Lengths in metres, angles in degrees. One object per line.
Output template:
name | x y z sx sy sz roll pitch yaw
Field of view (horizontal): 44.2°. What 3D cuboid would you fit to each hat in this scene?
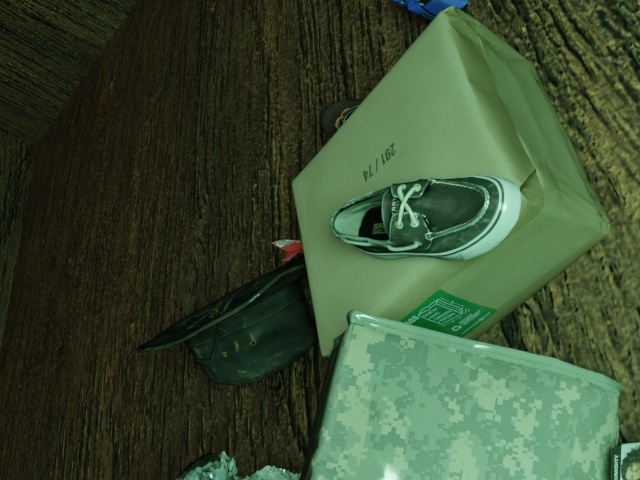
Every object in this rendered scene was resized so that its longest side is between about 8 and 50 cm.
hat | -0.100 0.136 1.187 0.331 0.331 0.134 -26 92 46

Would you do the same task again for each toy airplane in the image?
toy airplane | 0.000 0.000 1.179 0.151 0.151 0.028 10 122 57

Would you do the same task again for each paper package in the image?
paper package | 0.133 -0.045 0.938 0.325 0.168 0.309 -46 38 35

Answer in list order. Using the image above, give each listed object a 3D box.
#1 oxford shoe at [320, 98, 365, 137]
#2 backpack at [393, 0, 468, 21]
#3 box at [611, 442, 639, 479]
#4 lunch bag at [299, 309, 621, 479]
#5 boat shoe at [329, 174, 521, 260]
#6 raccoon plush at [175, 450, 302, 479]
oxford shoe | 0.062 -0.181 1.200 0.271 0.098 0.096 28 95 57
backpack | 0.162 -0.383 1.177 0.120 0.098 0.101 -6 70 53
box | 0.314 0.191 0.585 0.232 0.058 0.087 141 141 -64
lunch bag | 0.130 0.218 0.732 0.169 0.287 0.235 105 179 -70
boat shoe | 0.092 -0.020 0.762 0.219 0.070 0.077 -14 64 52
raccoon plush | -0.032 0.421 0.857 0.216 0.299 0.446 -51 49 14
